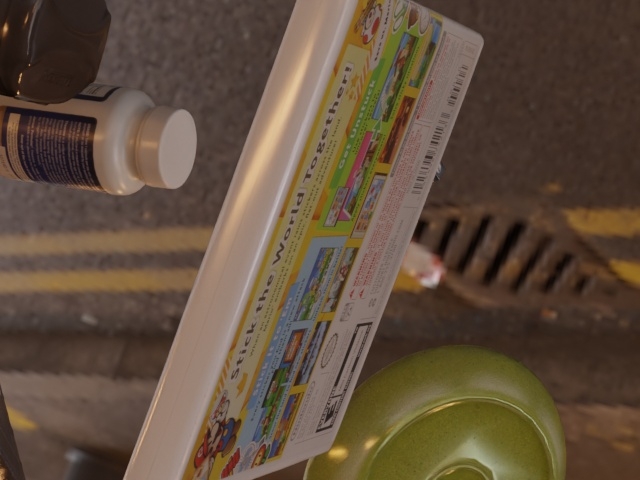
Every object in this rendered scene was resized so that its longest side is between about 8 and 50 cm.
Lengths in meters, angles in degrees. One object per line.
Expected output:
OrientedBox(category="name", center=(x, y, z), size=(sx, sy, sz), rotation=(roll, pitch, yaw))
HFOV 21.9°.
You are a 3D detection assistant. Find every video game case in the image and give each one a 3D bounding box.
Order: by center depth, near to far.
OrientedBox(category="video game case", center=(0.000, 0.000, 0.736), size=(0.026, 0.227, 0.206), rotation=(23, -172, 18))

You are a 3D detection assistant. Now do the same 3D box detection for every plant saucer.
OrientedBox(category="plant saucer", center=(0.100, 0.202, 1.314), size=(0.241, 0.241, 0.037), rotation=(32, -178, -28))

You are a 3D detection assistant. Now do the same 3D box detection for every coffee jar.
OrientedBox(category="coffee jar", center=(-0.212, -0.131, 0.909), size=(0.184, 0.079, 0.096), rotation=(16, -176, 18))

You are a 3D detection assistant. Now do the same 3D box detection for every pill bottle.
OrientedBox(category="pill bottle", center=(-0.140, -0.064, 1.018), size=(0.120, 0.067, 0.067), rotation=(9, 156, 22))

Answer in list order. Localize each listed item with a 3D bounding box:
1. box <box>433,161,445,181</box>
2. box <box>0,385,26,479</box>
OrientedBox(category="box", center=(0.066, -0.078, 1.546), size=(0.083, 0.018, 0.067), rotation=(-13, 121, 39))
OrientedBox(category="box", center=(-0.348, 0.016, 1.130), size=(0.179, 0.312, 0.343), rotation=(-18, 154, -7))
